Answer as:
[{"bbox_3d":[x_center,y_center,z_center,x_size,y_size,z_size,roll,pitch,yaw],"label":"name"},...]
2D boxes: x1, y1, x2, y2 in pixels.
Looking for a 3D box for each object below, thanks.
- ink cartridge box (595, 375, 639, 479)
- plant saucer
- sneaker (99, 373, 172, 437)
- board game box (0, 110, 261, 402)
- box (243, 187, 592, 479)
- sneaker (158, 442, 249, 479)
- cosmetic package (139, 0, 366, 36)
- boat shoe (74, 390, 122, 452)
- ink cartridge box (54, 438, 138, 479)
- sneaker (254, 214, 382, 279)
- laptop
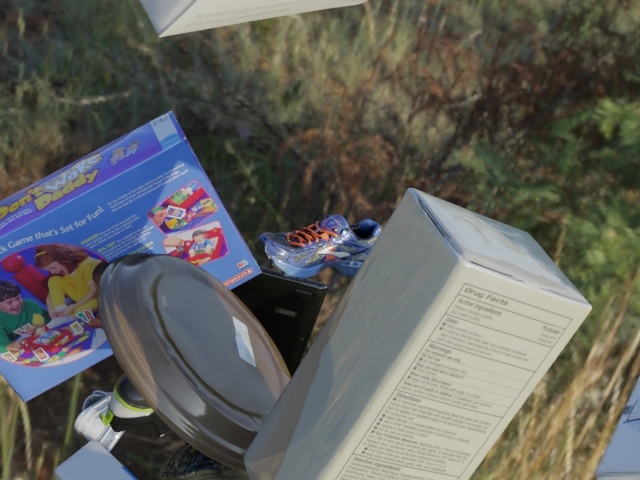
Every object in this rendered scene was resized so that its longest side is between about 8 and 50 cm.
[{"bbox_3d":[0.399,0.238,1.138,0.139,0.082,0.190,55,48,-18],"label":"ink cartridge box"},{"bbox_3d":[-0.118,0.116,1.079,0.278,0.041,0.278,44,17,-17],"label":"plant saucer"},{"bbox_3d":[-0.216,0.231,1.454,0.235,0.097,0.084,11,30,-48],"label":"sneaker"},{"bbox_3d":[-0.279,0.024,1.269,0.347,0.233,0.078,-28,38,-3],"label":"board game box"},{"bbox_3d":[0.073,0.127,0.880,0.148,0.311,0.121,20,23,-29],"label":"box"},{"bbox_3d":[-0.178,0.440,1.875,0.286,0.130,0.109,-8,29,37],"label":"sneaker"},{"bbox_3d":[-0.069,-0.316,0.570,0.197,0.155,0.365,-21,83,-48],"label":"cosmetic package"},{"bbox_3d":[-0.360,0.289,1.730,0.084,0.095,0.258,34,-5,-4],"label":"boat shoe"},{"bbox_3d":[-0.338,0.436,1.621,0.148,0.203,0.086,35,51,23],"label":"ink cartridge box"},{"bbox_3d":[0.000,0.000,1.459,0.221,0.087,0.083,-1,32,-42],"label":"sneaker"},{"bbox_3d":[-0.216,0.128,2.022,0.382,0.407,0.236,15,35,-7],"label":"laptop"}]
